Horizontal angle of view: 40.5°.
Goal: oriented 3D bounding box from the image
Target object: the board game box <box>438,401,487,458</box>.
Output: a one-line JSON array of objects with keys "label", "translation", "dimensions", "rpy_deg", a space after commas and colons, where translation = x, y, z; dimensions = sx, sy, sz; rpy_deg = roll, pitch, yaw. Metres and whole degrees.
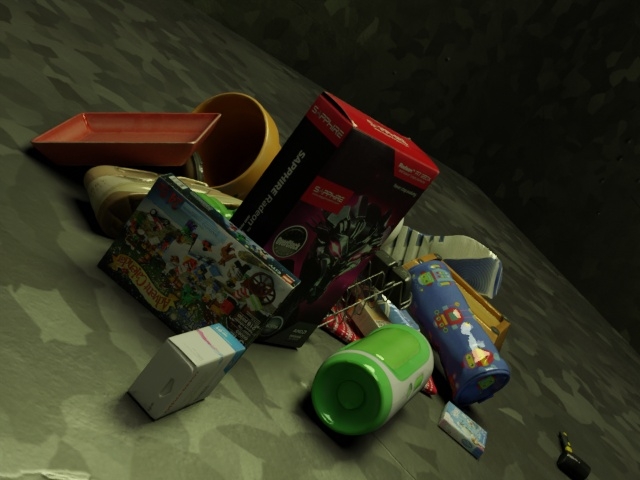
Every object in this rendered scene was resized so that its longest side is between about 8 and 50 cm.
[{"label": "board game box", "translation": [0.253, 0.334, 1.539], "dimensions": [0.090, 0.020, 0.090], "rpy_deg": [39, 16, 5]}]

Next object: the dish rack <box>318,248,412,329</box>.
[{"label": "dish rack", "translation": [0.013, 0.069, 1.537], "dimensions": [0.271, 0.074, 0.208], "rpy_deg": [-21, 48, -34]}]

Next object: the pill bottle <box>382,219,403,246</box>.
[{"label": "pill bottle", "translation": [0.067, -0.080, 2.031], "dimensions": [0.264, 0.146, 0.146], "rpy_deg": [21, 24, -45]}]

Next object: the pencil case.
[{"label": "pencil case", "translation": [0.259, 0.184, 1.704], "dimensions": [0.133, 0.119, 0.306], "rpy_deg": [71, -5, -51]}]

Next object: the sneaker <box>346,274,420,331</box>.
[{"label": "sneaker", "translation": [0.115, 0.101, 1.652], "dimensions": [0.211, 0.081, 0.080], "rpy_deg": [46, 16, 18]}]

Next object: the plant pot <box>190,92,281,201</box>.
[{"label": "plant pot", "translation": [-0.154, -0.157, 1.716], "dimensions": [0.205, 0.205, 0.188], "rpy_deg": [49, 4, 32]}]

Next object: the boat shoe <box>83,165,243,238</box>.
[{"label": "boat shoe", "translation": [-0.218, -0.053, 1.391], "dimensions": [0.341, 0.122, 0.110], "rpy_deg": [17, 28, -49]}]

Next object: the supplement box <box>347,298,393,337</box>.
[{"label": "supplement box", "translation": [0.100, 0.155, 1.566], "dimensions": [0.062, 0.036, 0.098], "rpy_deg": [16, 32, -51]}]

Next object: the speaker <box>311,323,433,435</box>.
[{"label": "speaker", "translation": [0.087, 0.207, 1.340], "dimensions": [0.131, 0.131, 0.296], "rpy_deg": [42, 17, 13]}]

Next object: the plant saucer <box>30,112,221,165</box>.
[{"label": "plant saucer", "translation": [-0.310, -0.168, 1.440], "dimensions": [0.258, 0.048, 0.259], "rpy_deg": [0, 18, 3]}]

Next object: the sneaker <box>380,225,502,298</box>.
[{"label": "sneaker", "translation": [0.309, 0.050, 2.135], "dimensions": [0.315, 0.128, 0.182], "rpy_deg": [18, -2, 29]}]

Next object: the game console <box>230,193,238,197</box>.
[{"label": "game console", "translation": [-0.222, -0.081, 1.547], "dimensions": [0.107, 0.071, 0.122], "rpy_deg": [40, 16, 3]}]

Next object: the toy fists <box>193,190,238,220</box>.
[{"label": "toy fists", "translation": [-0.162, 0.004, 1.322], "dimensions": [0.279, 0.142, 0.096], "rpy_deg": [19, 25, -50]}]

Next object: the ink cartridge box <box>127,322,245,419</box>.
[{"label": "ink cartridge box", "translation": [-0.156, 0.152, 1.026], "dimensions": [0.052, 0.088, 0.122], "rpy_deg": [43, 17, 13]}]

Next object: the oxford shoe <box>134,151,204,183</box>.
[{"label": "oxford shoe", "translation": [-0.272, -0.125, 1.518], "dimensions": [0.096, 0.083, 0.227], "rpy_deg": [-12, 21, -30]}]

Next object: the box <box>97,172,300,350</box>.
[{"label": "box", "translation": [-0.165, 0.044, 1.174], "dimensions": [0.233, 0.159, 0.044], "rpy_deg": [39, 16, 4]}]

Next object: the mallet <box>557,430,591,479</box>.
[{"label": "mallet", "translation": [0.524, 0.444, 1.807], "dimensions": [0.062, 0.039, 0.189], "rpy_deg": [39, 12, 8]}]

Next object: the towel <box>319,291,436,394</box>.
[{"label": "towel", "translation": [0.098, 0.169, 1.635], "dimensions": [0.274, 0.031, 0.199], "rpy_deg": [34, 18, -16]}]

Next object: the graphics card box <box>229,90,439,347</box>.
[{"label": "graphics card box", "translation": [-0.016, -0.014, 1.276], "dimensions": [0.232, 0.371, 0.094], "rpy_deg": [19, 25, -51]}]

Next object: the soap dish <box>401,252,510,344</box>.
[{"label": "soap dish", "translation": [0.284, 0.152, 1.923], "dimensions": [0.291, 0.118, 0.229], "rpy_deg": [44, 17, 14]}]
